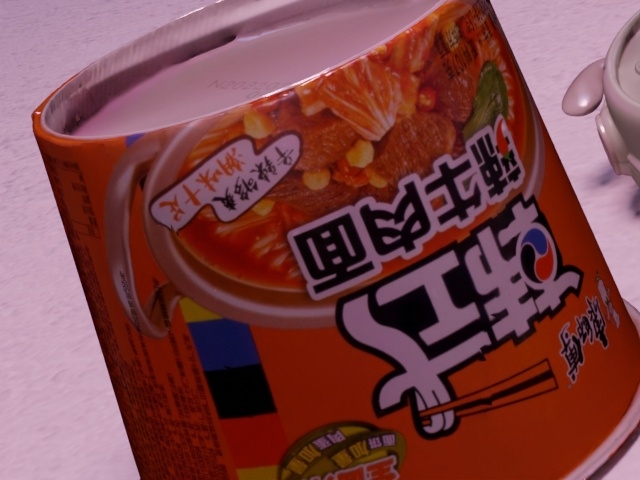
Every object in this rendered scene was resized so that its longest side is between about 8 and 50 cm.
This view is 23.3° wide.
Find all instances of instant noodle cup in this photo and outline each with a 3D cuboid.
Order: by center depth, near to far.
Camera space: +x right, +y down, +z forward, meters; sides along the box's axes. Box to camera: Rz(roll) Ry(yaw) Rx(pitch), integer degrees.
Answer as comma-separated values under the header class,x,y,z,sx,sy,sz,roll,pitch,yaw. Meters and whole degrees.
class,x,y,z,sx,sy,sz,roll,pitch,yaw
instant noodle cup,0.000,0.000,0.673,0.250,0.192,0.250,-19,21,8

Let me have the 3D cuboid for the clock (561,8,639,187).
class,x,y,z,sx,sy,sz,roll,pitch,yaw
clock,0.212,-0.081,0.788,0.151,0.062,0.191,-38,36,-10
